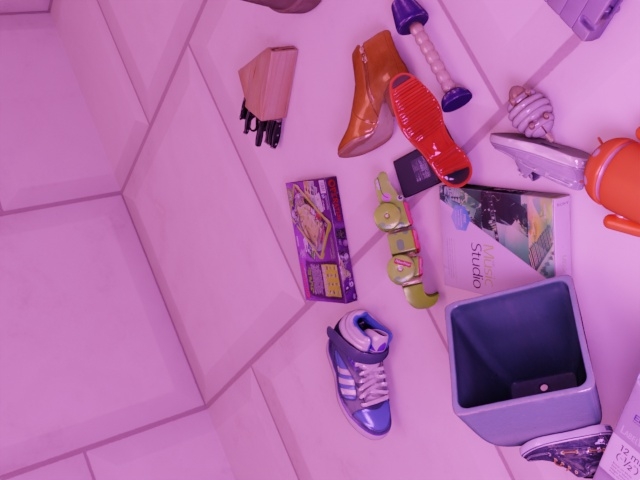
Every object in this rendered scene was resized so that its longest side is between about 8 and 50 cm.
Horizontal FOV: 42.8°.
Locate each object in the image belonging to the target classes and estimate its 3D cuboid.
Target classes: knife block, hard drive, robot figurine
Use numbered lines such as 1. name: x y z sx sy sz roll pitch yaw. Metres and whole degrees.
1. knife block: -0.140 -0.392 2.306 0.275 0.088 0.242 -19 87 57
2. hard drive: 0.226 -0.162 1.901 0.135 0.022 0.094 -24 82 56
3. robot figurine: 0.535 -0.093 1.368 0.219 0.128 0.158 38 163 44

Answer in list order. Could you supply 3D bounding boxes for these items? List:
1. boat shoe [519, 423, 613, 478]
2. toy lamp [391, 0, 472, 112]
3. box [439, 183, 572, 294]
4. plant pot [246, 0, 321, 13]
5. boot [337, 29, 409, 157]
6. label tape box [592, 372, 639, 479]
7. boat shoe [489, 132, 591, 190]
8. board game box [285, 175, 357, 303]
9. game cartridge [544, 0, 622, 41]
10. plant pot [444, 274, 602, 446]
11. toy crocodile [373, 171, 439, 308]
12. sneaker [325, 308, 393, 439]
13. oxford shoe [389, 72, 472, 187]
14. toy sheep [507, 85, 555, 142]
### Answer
1. boat shoe: 0.446 0.392 1.474 0.183 0.065 0.083 -27 56 36
2. toy lamp: 0.230 -0.406 1.755 0.080 0.080 0.275 -46 62 52
3. box: 0.379 0.007 1.703 0.322 0.058 0.232 11 111 53
4. plant pot: -0.166 -0.726 2.049 0.323 0.280 0.323 25 122 49
5. boot: 0.111 -0.346 1.952 0.295 0.104 0.211 -38 64 49
6. label tape box: 0.591 0.295 1.315 0.115 0.249 0.348 43 135 40
7. boat shoe: 0.413 -0.152 1.573 0.227 0.079 0.081 28 120 45
8. board game box: 0.000 0.000 2.280 0.208 0.056 0.347 -2 100 52
9. game cartridge: 0.467 -0.541 1.352 0.230 0.068 0.355 62 151 28
10. plant pot: 0.398 0.259 1.544 0.248 0.247 0.252 -87 -27 -42
11. toy crocodile: 0.193 0.000 1.941 0.115 0.105 0.341 50 -155 -80
12. sneaker: 0.126 0.338 2.134 0.323 0.130 0.236 67 151 23
13. oxford shoe: 0.225 -0.234 1.752 0.271 0.097 0.098 60 -177 -10
14. toy sheep: 0.402 -0.239 1.553 0.132 0.091 0.091 61 144 13
